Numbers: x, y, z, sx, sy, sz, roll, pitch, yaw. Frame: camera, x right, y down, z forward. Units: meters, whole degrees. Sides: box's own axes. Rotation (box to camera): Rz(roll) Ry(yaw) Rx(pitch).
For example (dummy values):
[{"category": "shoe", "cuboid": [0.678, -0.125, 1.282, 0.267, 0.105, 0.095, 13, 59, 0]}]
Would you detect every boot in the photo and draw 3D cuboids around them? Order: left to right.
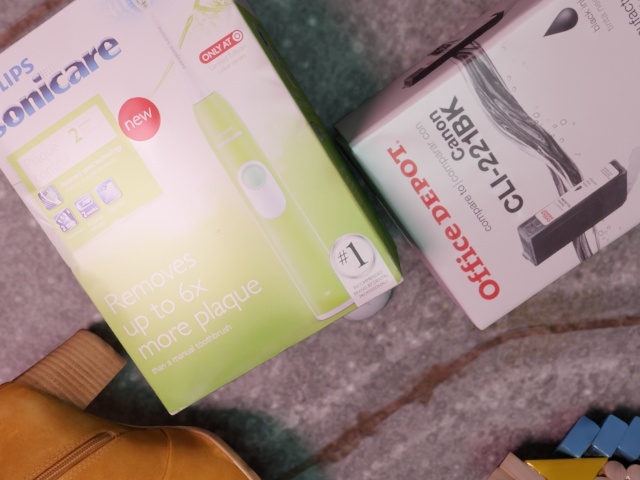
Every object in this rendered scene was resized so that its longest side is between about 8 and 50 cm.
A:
[{"category": "boot", "cuboid": [-0.184, 0.240, 0.568, 0.295, 0.104, 0.211, 43, 55, -6]}]

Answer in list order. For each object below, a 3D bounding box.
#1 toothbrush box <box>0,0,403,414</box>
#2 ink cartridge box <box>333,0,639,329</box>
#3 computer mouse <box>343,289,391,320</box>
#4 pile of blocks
[{"category": "toothbrush box", "cuboid": [-0.095, -0.047, 0.511, 0.206, 0.122, 0.283, -30, 96, 9]}, {"category": "ink cartridge box", "cuboid": [0.176, -0.088, 0.550, 0.273, 0.114, 0.197, -36, 106, 7]}, {"category": "computer mouse", "cuboid": [0.000, 0.000, 0.599, 0.106, 0.042, 0.193, -38, 105, 6]}, {"category": "pile of blocks", "cuboid": [0.344, 0.249, 0.681, 0.362, 0.149, 0.112, 3, 149, 4]}]
